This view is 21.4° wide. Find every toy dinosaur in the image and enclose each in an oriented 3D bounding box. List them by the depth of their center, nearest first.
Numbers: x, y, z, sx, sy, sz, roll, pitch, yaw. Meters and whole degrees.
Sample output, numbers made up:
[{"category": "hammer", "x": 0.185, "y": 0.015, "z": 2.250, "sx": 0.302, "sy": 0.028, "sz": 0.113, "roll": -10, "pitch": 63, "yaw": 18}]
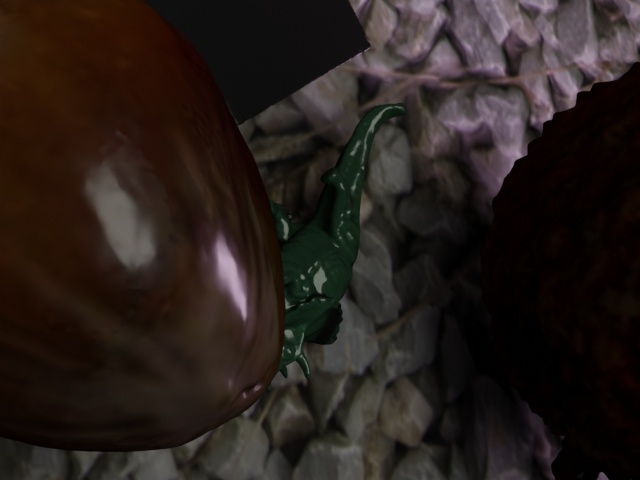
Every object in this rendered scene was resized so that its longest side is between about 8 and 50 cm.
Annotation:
[{"category": "toy dinosaur", "x": -0.012, "y": -0.007, "z": 1.455, "sx": 0.120, "sy": 0.079, "sz": 0.292, "roll": 29, "pitch": 65, "yaw": -37}]

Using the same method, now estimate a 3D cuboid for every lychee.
[{"category": "lychee", "x": 0.342, "y": 0.050, "z": 1.525, "sx": 0.424, "sy": 0.500, "sz": 0.425, "roll": 30, "pitch": 26, "yaw": -16}]

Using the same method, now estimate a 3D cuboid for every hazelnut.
[{"category": "hazelnut", "x": -0.178, "y": -0.007, "z": 1.153, "sx": 0.372, "sy": 0.372, "sz": 0.315, "roll": 39, "pitch": 95, "yaw": -26}]

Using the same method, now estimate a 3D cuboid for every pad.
[{"category": "pad", "x": -0.065, "y": -0.199, "z": 1.502, "sx": 0.243, "sy": 0.004, "sz": 0.164, "roll": -34, "pitch": 101, "yaw": -39}]
